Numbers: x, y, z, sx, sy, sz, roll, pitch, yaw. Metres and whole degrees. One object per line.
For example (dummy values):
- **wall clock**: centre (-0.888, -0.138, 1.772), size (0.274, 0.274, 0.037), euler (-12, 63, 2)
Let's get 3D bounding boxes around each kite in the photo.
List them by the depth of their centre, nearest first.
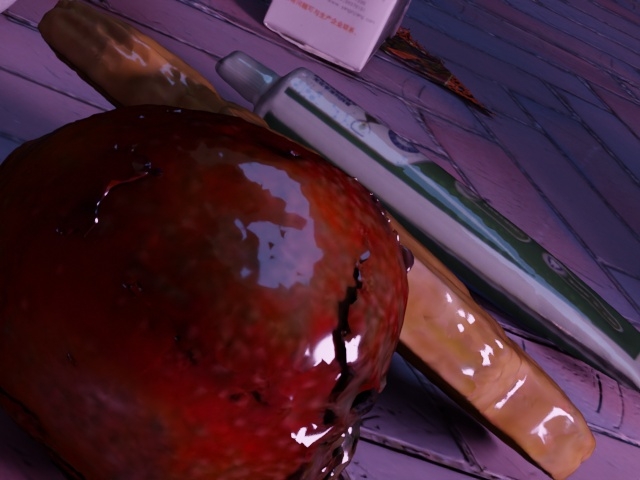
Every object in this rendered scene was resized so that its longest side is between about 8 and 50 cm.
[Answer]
- **kite**: centre (0.084, -0.188, 1.841), size (0.125, 0.008, 0.222), euler (16, 24, -39)

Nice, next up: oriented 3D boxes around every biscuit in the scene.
- **biscuit**: centre (0.003, -0.003, 0.993), size (0.376, 0.051, 0.269), euler (41, -4, -16)

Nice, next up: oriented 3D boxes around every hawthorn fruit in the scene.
- **hawthorn fruit**: centre (-0.080, 0.025, 0.792), size (0.235, 0.181, 0.181), euler (23, 15, 16)

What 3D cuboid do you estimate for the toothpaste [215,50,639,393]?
- **toothpaste**: centre (0.084, -0.014, 1.308), size (0.392, 0.061, 0.099), euler (37, 18, 9)

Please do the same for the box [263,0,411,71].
- **box**: centre (0.068, -0.319, 1.684), size (0.106, 0.299, 0.200), euler (26, 18, 1)

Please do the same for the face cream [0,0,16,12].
- **face cream**: centre (-0.250, -0.269, 1.204), size (0.187, 0.201, 0.201), euler (32, 18, 2)
